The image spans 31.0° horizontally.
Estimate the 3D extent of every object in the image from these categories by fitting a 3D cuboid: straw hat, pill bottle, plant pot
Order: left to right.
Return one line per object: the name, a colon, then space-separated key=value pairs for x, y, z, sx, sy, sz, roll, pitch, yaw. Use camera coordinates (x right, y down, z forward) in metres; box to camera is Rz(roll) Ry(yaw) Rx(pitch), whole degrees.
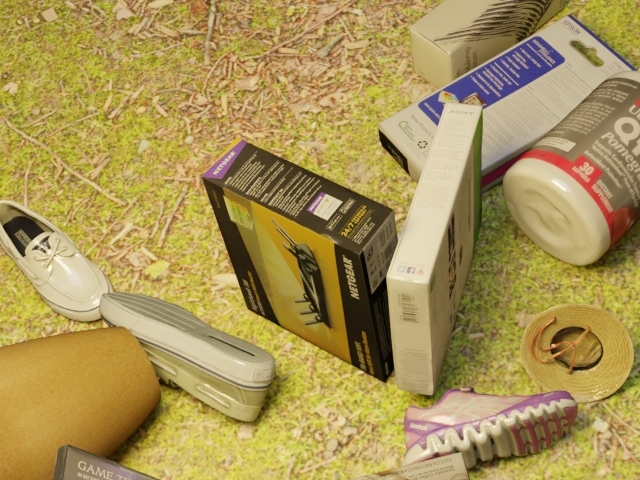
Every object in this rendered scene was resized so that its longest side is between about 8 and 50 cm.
plant pot: x=-0.348 y=0.219 z=1.513 sx=0.254 sy=0.237 sz=0.237 roll=-28 pitch=54 yaw=-26
straw hat: x=0.337 y=0.138 z=1.522 sx=0.144 sy=0.144 sz=0.061 roll=1 pitch=13 yaw=11
pill bottle: x=0.421 y=-0.127 z=1.627 sx=0.318 sy=0.176 sz=0.176 roll=-42 pitch=58 yaw=-18

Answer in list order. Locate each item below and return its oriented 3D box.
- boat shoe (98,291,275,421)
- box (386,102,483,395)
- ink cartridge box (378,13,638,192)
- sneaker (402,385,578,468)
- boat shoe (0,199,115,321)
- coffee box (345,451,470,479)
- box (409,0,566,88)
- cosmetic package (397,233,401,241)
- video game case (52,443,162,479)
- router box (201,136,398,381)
boat shoe: x=-0.197 y=0.155 z=1.588 sx=0.302 sy=0.109 sz=0.094 roll=23 pitch=104 yaw=32
box: x=0.157 y=0.008 z=1.522 sx=0.058 sy=0.232 sz=0.322 roll=10 pitch=49 yaw=16
ink cartridge box: x=0.289 y=-0.200 z=1.772 sx=0.371 sy=0.069 sz=0.176 roll=-32 pitch=55 yaw=-9
sneaker: x=0.207 y=0.226 z=1.473 sx=0.236 sy=0.095 sz=0.104 roll=-17 pitch=46 yaw=-1
boat shoe: x=-0.409 y=0.028 z=1.724 sx=0.258 sy=0.084 sz=0.095 roll=32 pitch=66 yaw=28
coffee box: x=0.072 y=0.362 z=1.391 sx=0.246 sy=0.098 sz=0.141 roll=-13 pitch=54 yaw=1
box: x=0.273 y=-0.362 z=1.863 sx=0.275 sy=0.113 sz=0.094 roll=-40 pitch=59 yaw=-16
cosmetic package: x=0.000 y=0.000 z=1.685 sx=0.239 sy=0.060 sz=0.099 roll=26 pitch=61 yaw=26
video game case: x=-0.247 y=0.401 z=1.378 sx=0.026 sy=0.196 sz=0.274 roll=-30 pitch=45 yaw=34
router box: x=-0.010 y=0.031 z=1.511 sx=0.243 sy=0.309 sz=0.081 roll=26 pitch=62 yaw=26
